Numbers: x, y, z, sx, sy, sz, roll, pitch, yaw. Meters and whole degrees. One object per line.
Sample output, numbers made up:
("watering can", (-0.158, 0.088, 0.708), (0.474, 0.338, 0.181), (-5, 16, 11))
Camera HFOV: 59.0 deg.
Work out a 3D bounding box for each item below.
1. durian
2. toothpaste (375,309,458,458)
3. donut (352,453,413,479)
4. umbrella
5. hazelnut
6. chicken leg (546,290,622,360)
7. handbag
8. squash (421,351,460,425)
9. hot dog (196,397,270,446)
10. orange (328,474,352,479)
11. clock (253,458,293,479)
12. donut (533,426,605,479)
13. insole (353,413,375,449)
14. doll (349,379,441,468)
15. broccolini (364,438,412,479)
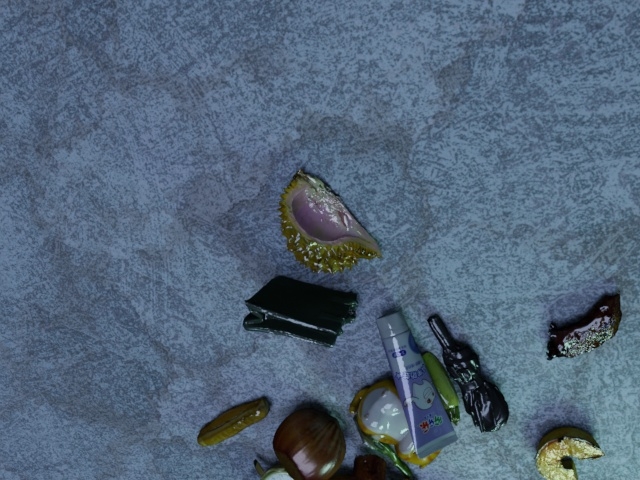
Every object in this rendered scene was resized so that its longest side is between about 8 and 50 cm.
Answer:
("durian", (-0.014, -0.003, 1.474), (0.305, 0.185, 0.196), (40, 139, -10))
("toothpaste", (0.243, 0.369, 1.485), (0.125, 0.080, 0.370), (-17, 85, -21))
("donut", (0.192, 0.723, 1.642), (0.217, 0.141, 0.085), (35, 133, -13))
("umbrella", (0.380, 0.348, 1.491), (0.118, 0.118, 0.340), (-33, 89, 24))
("hazelnut", (-0.032, 0.604, 1.664), (0.210, 0.210, 0.186), (29, 139, 4))
("chicken leg", (0.646, 0.219, 1.383), (0.234, 0.063, 0.105), (-35, 102, 22))
("handbag", (-0.044, 0.180, 1.462), (0.260, 0.247, 0.079), (11, 106, 13))
("squash", (0.324, 0.405, 1.537), (0.090, 0.075, 0.200), (-35, 75, 6))
("hot dog", (-0.271, 0.572, 1.769), (0.289, 0.083, 0.068), (-31, 118, 24))
("orange", (0.073, 0.815, 1.681), (0.219, 0.219, 0.193), (28, 122, 5))
("clock", (-0.122, 0.782, 1.788), (0.232, 0.069, 0.169), (21, 99, 7))
("donut", (0.649, 0.567, 1.504), (0.146, 0.078, 0.181), (21, 120, 9))
("insole", (0.122, 0.529, 1.581), (0.063, 0.192, 0.010), (36, 92, -7))
("doll", (0.224, 0.504, 1.556), (0.270, 0.162, 0.166), (41, 95, 4))
("broccolini", (0.198, 0.631, 1.664), (0.067, 0.058, 0.216), (-33, 99, 20))
